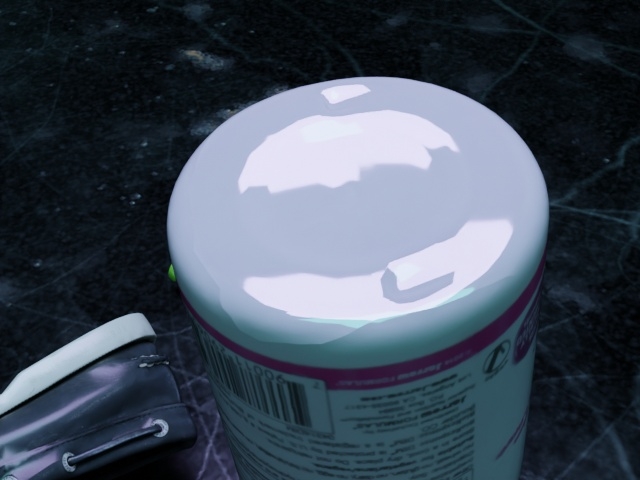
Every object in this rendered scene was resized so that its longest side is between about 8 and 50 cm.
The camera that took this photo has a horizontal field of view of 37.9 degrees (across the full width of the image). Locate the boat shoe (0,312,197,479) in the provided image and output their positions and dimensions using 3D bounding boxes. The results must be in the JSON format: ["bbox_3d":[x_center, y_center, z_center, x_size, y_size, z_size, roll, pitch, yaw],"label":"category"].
[{"bbox_3d":[-0.223,0.179,0.578,0.340,0.127,0.113,-33,80,-31],"label":"boat shoe"}]

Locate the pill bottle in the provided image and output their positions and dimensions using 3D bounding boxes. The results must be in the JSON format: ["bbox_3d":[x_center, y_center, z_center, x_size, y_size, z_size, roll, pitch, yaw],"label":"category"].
[{"bbox_3d":[0.027,0.073,0.482,0.160,0.283,0.160,-4,47,4],"label":"pill bottle"}]

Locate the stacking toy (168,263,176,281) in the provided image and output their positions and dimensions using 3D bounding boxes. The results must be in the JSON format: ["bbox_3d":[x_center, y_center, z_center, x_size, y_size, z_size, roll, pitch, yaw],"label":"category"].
[{"bbox_3d":[0.000,0.000,0.801,0.167,0.052,0.221,28,52,25],"label":"stacking toy"}]
